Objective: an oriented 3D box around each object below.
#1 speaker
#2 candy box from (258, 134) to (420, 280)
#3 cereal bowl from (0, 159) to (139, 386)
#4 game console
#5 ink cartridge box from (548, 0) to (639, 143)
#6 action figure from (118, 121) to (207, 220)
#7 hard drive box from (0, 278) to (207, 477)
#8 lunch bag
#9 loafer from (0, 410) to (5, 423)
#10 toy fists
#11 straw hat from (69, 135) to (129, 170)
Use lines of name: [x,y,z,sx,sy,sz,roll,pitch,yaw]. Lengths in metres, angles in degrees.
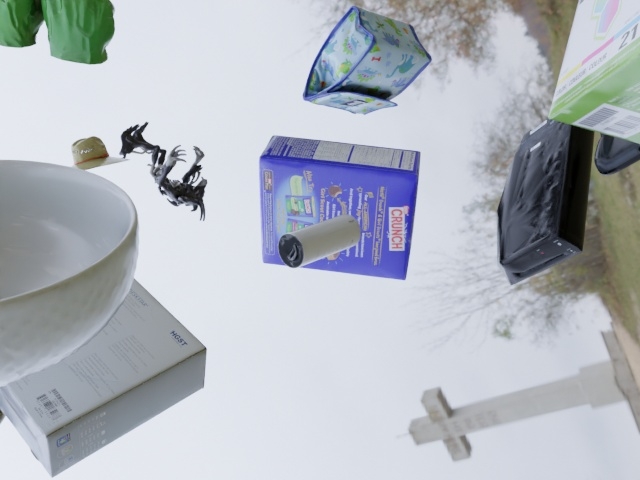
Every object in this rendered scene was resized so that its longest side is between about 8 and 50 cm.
speaker: [0.000,0.000,1.025,0.136,0.055,0.055,-20,-92,-45]
candy box: [0.040,-0.067,1.410,0.122,0.317,0.268,-71,-14,-53]
cereal bowl: [-0.347,0.042,0.654,0.339,0.338,0.141,-55,-29,-60]
game console: [0.316,-0.097,0.723,0.044,0.361,0.213,27,-121,-14]
ink cartridge box: [0.291,-0.227,0.545,0.189,0.097,0.255,104,-179,-86]
action figure: [-0.356,-0.176,1.635,0.275,0.141,0.164,43,-172,-1]
hard drive box: [-0.299,0.170,0.900,0.232,0.089,0.181,-26,-130,-38]
lunch bag: [0.062,-0.245,0.975,0.128,0.151,0.096,3,-124,-42]
loafer: [-0.509,0.166,0.928,0.087,0.094,0.251,-43,-53,-43]
toy fists: [-0.505,-0.422,1.224,0.096,0.279,0.142,-64,-13,-54]
straw hat: [-0.446,-0.169,1.298,0.144,0.144,0.061,-35,-66,-64]
